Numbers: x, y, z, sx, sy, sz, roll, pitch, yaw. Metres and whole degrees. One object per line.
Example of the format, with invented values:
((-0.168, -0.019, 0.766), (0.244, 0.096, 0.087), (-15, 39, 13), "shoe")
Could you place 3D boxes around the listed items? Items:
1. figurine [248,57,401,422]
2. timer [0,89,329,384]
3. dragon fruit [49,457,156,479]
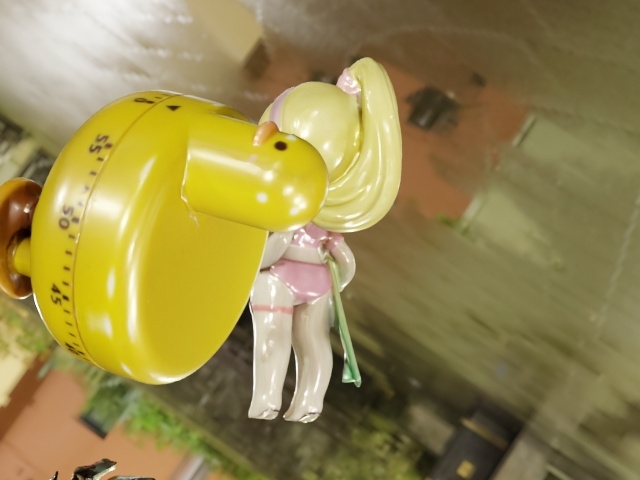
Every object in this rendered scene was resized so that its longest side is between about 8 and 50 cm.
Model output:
((0.000, 0.000, 0.708), (0.083, 0.187, 0.083), (9, 173, 1), "figurine")
((-0.049, 0.000, 0.499), (0.109, 0.107, 0.107), (16, 166, 23), "timer")
((-0.172, 0.276, 1.159), (0.189, 0.182, 0.182), (15, 162, 35), "dragon fruit")
